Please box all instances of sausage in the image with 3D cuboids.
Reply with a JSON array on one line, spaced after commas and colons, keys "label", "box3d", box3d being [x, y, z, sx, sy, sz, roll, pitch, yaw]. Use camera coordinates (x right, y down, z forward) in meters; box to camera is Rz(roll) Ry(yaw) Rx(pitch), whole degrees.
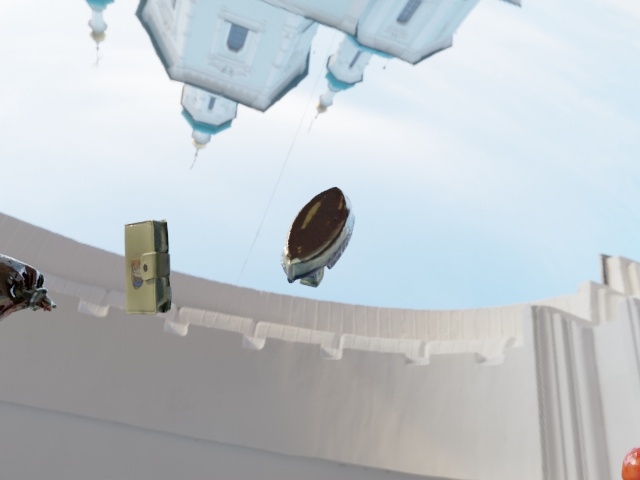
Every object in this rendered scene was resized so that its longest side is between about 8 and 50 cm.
[{"label": "sausage", "box3d": [-0.544, 0.064, 0.721, 0.318, 0.125, 0.117, 10, -84, -2]}]

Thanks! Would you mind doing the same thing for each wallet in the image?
[{"label": "wallet", "box3d": [-0.286, 0.044, 0.816, 0.039, 0.111, 0.154, 0, -94, -49]}]

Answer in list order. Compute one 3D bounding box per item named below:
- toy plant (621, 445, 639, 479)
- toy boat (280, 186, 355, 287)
[{"label": "toy plant", "box3d": [0.167, 0.303, 0.292, 0.401, 0.185, 0.279, -4, -143, -1]}, {"label": "toy boat", "box3d": [0.000, 0.000, 0.946, 0.114, 0.115, 0.261, 15, -130, 18]}]
